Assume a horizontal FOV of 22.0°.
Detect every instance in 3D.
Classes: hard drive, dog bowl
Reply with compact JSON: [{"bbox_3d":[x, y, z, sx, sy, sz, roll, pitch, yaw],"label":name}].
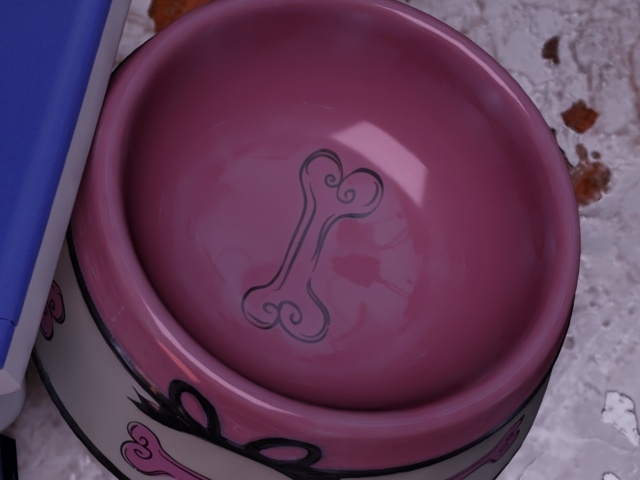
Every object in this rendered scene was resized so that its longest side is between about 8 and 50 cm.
[{"bbox_3d":[-0.251,-0.038,1.062,0.210,0.040,0.318,-7,51,21],"label":"hard drive"},{"bbox_3d":[0.000,0.000,1.148,0.408,0.150,0.408,7,63,-13],"label":"dog bowl"}]

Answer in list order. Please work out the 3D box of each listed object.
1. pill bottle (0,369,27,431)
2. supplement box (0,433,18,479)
[{"bbox_3d":[-0.272,0.030,1.185,0.121,0.121,0.216,-6,51,-3],"label":"pill bottle"},{"bbox_3d":[-0.269,0.175,1.209,0.083,0.083,0.056,-5,80,-3],"label":"supplement box"}]
